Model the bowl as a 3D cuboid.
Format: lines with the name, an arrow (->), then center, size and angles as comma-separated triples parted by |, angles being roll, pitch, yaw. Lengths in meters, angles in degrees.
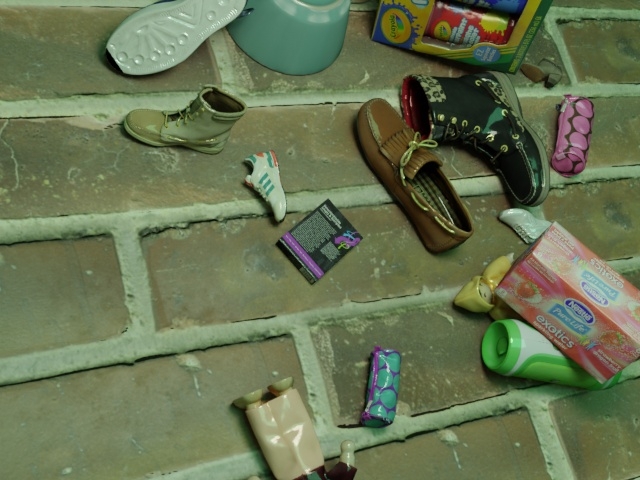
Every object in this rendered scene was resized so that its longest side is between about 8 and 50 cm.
bowl -> -0.055, -0.549, 1.885 | 0.312, 0.163, 0.311 | 10, 64, -21

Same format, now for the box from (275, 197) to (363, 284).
box -> 0.000, 0.000, 1.751 | 0.116, 0.029, 0.162 | 49, 58, 0

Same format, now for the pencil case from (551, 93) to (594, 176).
pencil case -> 0.640, -0.271, 2.137 | 0.098, 0.095, 0.209 | 43, 50, -40

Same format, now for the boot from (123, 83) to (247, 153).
boot -> -0.266, -0.247, 1.650 | 0.213, 0.165, 0.077 | 10, 64, -23

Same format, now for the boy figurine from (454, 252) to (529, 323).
boy figurine -> 0.424, 0.110, 1.869 | 0.285, 0.092, 0.177 | 3, 70, -28

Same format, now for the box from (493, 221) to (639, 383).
box -> 0.539, 0.128, 1.744 | 0.300, 0.154, 0.142 | 42, 45, 6

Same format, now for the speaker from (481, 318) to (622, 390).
speaker -> 0.505, 0.250, 1.822 | 0.297, 0.131, 0.131 | 12, 64, -20

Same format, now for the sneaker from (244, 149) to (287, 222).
sneaker -> -0.117, -0.108, 1.735 | 0.075, 0.057, 0.161 | -9, 73, -11

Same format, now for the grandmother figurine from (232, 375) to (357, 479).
grandmother figurine -> -0.028, 0.423, 1.519 | 0.208, 0.104, 0.342 | -21, 80, -3

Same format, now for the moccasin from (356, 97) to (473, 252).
moccasin -> 0.210, -0.154, 1.846 | 0.139, 0.147, 0.380 | -21, 78, -31

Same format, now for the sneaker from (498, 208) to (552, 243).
sneaker -> 0.489, -0.030, 1.982 | 0.152, 0.054, 0.061 | 21, 64, -17

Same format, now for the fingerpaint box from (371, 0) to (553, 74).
fingerpaint box -> 0.338, -0.603, 1.879 | 0.371, 0.445, 0.163 | 14, 62, -1

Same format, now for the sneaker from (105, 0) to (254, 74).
sneaker -> -0.296, -0.473, 1.775 | 0.323, 0.236, 0.130 | -29, 115, 6

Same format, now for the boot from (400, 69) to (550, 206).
boot -> 0.359, -0.244, 1.962 | 0.284, 0.138, 0.377 | -3, 66, -28

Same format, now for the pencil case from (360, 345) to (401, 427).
pencil case -> 0.121, 0.291, 1.659 | 0.070, 0.064, 0.151 | 34, 54, -38

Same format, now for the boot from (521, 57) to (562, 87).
boot -> 0.590, -0.458, 2.227 | 0.118, 0.042, 0.087 | 33, 52, -11
